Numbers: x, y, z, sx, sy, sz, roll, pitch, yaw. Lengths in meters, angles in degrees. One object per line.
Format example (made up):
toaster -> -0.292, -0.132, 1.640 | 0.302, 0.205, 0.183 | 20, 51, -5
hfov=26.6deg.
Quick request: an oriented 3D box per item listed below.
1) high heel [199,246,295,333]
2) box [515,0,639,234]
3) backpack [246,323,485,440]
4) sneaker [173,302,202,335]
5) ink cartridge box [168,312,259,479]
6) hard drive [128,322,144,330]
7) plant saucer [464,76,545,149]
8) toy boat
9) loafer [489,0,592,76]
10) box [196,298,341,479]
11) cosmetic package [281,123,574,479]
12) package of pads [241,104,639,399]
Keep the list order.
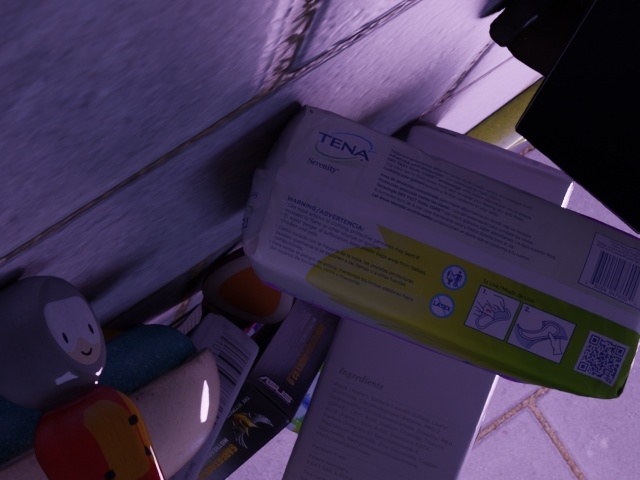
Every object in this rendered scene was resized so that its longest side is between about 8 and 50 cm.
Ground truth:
high heel -> -0.059, 0.032, 1.272 | 0.117, 0.082, 0.244 | -63, -179, -34
box -> 0.243, -0.150, 0.729 | 0.184, 0.103, 0.261 | -35, 160, -43
backpack -> 0.047, 0.123, 1.661 | 0.355, 0.290, 0.273 | 6, 146, -37
sneaker -> -0.148, 0.114, 1.532 | 0.134, 0.051, 0.070 | -40, 170, 12
ink cartridge box -> -0.201, 0.242, 1.134 | 0.307, 0.072, 0.303 | -44, -165, 41
hard drive -> -0.298, 0.192, 1.284 | 0.307, 0.040, 0.203 | -33, 176, -19
plant saucer -> 0.283, -0.173, 1.722 | 0.188, 0.045, 0.188 | -36, 176, 23
toy boat -> -0.168, 0.109, 0.800 | 0.267, 0.148, 0.318 | -27, -179, -24
loafer -> 0.209, -0.164, 0.926 | 0.220, 0.078, 0.080 | -33, 176, -27
box -> -0.087, 0.163, 1.277 | 0.231, 0.056, 0.183 | -44, -173, 31
cosmetic package -> 0.102, 0.091, 1.269 | 0.217, 0.156, 0.385 | -26, 137, -77
package of pads -> 0.067, 0.013, 0.855 | 0.296, 0.229, 0.101 | 107, 6, -85
